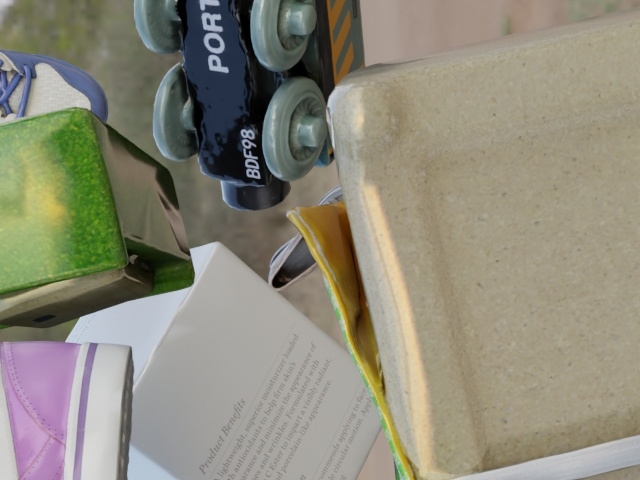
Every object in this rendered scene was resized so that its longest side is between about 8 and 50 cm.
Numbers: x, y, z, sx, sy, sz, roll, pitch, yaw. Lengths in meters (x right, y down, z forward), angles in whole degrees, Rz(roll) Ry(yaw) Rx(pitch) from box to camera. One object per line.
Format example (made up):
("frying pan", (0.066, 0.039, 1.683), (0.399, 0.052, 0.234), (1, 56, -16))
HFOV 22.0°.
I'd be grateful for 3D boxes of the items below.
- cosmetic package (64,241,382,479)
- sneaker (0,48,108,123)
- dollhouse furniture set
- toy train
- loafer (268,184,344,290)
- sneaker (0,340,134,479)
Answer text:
("cosmetic package", (-0.080, 0.120, 1.134), (0.151, 0.183, 0.151), (-14, 40, 53))
("sneaker", (-0.326, -0.126, 1.411), (0.131, 0.296, 0.112), (162, 113, -74))
("dollhouse furniture set", (0.023, 0.054, 0.464), (0.151, 0.301, 0.197), (86, 172, -85))
("toy train", (-0.041, -0.191, 1.193), (0.190, 0.142, 0.334), (-46, -42, -46))
("loafer", (0.000, 0.000, 1.422), (0.125, 0.045, 0.039), (-46, 8, 27))
("sneaker", (-0.175, 0.172, 0.781), (0.102, 0.161, 0.282), (99, 171, -48))
